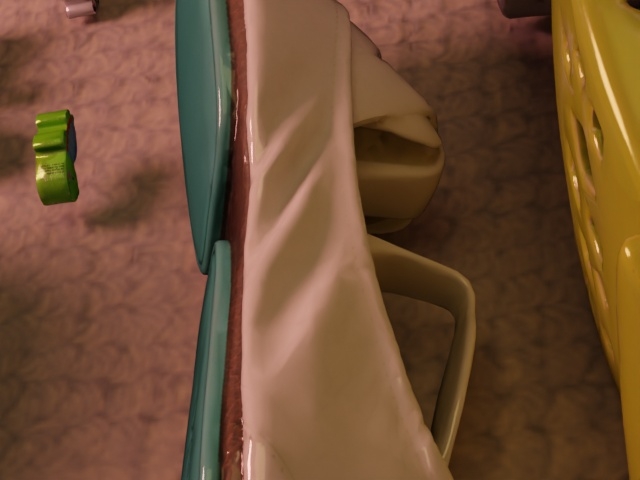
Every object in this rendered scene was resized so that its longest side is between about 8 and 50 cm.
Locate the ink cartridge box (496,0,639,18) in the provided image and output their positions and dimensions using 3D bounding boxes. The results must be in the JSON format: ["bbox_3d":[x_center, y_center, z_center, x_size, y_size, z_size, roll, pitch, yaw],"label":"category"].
[{"bbox_3d":[0.265,-0.180,0.825,0.385,0.308,0.091,-2,85,6],"label":"ink cartridge box"}]

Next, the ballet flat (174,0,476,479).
[{"bbox_3d":[0.000,0.000,0.830,0.139,0.139,0.400,-8,49,5],"label":"ballet flat"}]

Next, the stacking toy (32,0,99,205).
[{"bbox_3d":[-0.209,-0.082,1.000,0.167,0.052,0.221,-10,46,5],"label":"stacking toy"}]

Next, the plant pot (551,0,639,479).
[{"bbox_3d":[0.210,-0.003,0.707,0.228,0.227,0.207,-5,52,8],"label":"plant pot"}]
